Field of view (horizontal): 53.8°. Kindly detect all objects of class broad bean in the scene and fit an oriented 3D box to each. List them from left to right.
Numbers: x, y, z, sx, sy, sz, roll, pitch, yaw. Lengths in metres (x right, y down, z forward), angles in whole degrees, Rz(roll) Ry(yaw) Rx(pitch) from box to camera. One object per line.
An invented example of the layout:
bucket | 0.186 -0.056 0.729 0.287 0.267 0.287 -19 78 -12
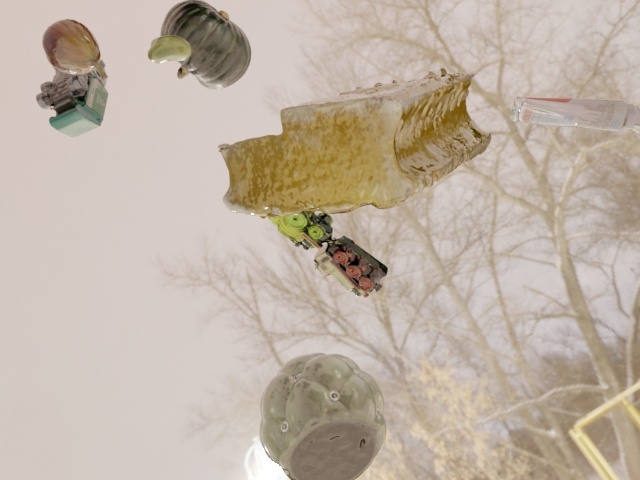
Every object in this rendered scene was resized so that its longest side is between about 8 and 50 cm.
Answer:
broad bean | -0.282 -0.355 1.174 0.084 0.045 0.063 -3 -23 15

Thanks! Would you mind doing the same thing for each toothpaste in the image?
toothpaste | 0.470 -0.231 1.150 0.235 0.057 0.089 5 -17 10

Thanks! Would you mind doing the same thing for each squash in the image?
squash | -0.264 -0.448 1.449 0.218 0.218 0.172 4 -45 -50

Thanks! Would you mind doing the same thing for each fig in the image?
fig | -0.385 -0.303 1.018 0.089 0.125 0.088 -44 -29 -33

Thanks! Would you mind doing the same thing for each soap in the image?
soap | 0.060 -0.147 0.951 0.305 0.169 0.339 -1 17 32

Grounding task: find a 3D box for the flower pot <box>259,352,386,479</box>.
flower pot | 0.002 0.329 1.182 0.246 0.195 0.245 -6 -62 -11

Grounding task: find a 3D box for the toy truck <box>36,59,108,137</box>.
toy truck | -0.568 -0.349 1.470 0.114 0.253 0.124 -21 -46 13

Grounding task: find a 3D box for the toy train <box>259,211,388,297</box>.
toy train | 0.000 0.000 1.003 0.085 0.250 0.053 -37 17 42
